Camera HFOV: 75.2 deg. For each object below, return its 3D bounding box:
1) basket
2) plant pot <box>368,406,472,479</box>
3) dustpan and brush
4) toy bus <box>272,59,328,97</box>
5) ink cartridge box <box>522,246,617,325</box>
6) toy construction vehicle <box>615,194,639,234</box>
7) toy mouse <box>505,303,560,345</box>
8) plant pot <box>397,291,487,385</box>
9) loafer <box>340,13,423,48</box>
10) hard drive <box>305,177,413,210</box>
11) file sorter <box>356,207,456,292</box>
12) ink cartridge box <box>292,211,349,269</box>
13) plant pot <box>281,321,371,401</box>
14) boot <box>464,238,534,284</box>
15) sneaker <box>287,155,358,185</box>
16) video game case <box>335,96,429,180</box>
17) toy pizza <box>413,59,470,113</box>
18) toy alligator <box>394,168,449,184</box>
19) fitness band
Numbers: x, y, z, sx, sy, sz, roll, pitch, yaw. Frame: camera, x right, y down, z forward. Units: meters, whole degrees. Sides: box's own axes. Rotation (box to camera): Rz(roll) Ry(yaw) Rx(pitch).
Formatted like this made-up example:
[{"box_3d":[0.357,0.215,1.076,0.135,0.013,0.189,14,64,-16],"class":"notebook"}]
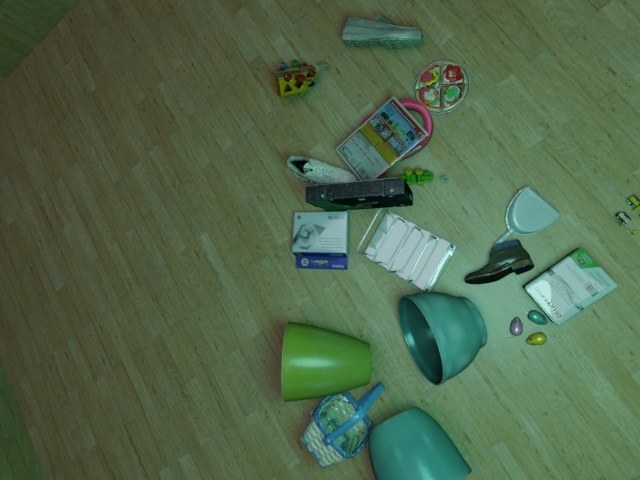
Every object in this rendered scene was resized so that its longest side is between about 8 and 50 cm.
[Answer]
[{"box_3d":[0.084,0.615,1.416,0.289,0.255,0.201,-44,74,22],"class":"basket"},{"box_3d":[0.288,0.686,1.332,0.293,0.293,0.235,-36,59,13],"class":"plant pot"},{"box_3d":[0.659,-0.054,1.383,0.147,0.060,0.211,43,93,5],"class":"dustpan and brush"},{"box_3d":[-0.089,-0.637,1.664,0.202,0.191,0.104,14,133,21],"class":"toy bus"},{"box_3d":[0.771,0.144,1.303,0.208,0.087,0.153,-38,75,12],"class":"ink cartridge box"},{"box_3d":[0.966,-0.077,1.287,0.086,0.035,0.098,-39,77,1],"class":"toy construction vehicle"},{"box_3d":[0.676,0.274,1.354,0.161,0.031,0.143,-18,80,17],"class":"toy mouse"},{"box_3d":[0.403,0.291,1.341,0.197,0.293,0.292,-16,79,-10],"class":"plant pot"},{"box_3d":[0.229,-0.793,1.563,0.320,0.112,0.111,14,99,20],"class":"loafer"},{"box_3d":[0.142,-0.158,1.472,0.339,0.237,0.064,-4,84,20],"class":"hard drive"},{"box_3d":[0.294,0.033,1.436,0.278,0.173,0.192,30,96,19],"class":"file sorter"},{"box_3d":[0.000,0.000,1.609,0.224,0.045,0.223,0,86,19],"class":"ink cartridge box"},{"box_3d":[0.027,0.428,1.468,0.294,0.275,0.274,0,85,4],"class":"plant pot"},{"box_3d":[0.585,0.075,1.396,0.219,0.082,0.106,-19,58,21],"class":"boot"},{"box_3d":[0.001,-0.256,1.595,0.292,0.118,0.110,20,90,18],"class":"sneaker"},{"box_3d":[0.219,-0.357,1.519,0.285,0.025,0.204,-40,70,15],"class":"video game case"},{"box_3d":[0.438,-0.562,1.511,0.202,0.032,0.201,-2,85,19],"class":"toy pizza"},{"box_3d":[0.366,-0.236,1.501,0.190,0.056,0.051,3,46,20],"class":"toy alligator"},{"box_3d":[0.271,-0.397,1.544,0.291,0.054,0.208,-22,76,18],"class":"fitness band"}]
